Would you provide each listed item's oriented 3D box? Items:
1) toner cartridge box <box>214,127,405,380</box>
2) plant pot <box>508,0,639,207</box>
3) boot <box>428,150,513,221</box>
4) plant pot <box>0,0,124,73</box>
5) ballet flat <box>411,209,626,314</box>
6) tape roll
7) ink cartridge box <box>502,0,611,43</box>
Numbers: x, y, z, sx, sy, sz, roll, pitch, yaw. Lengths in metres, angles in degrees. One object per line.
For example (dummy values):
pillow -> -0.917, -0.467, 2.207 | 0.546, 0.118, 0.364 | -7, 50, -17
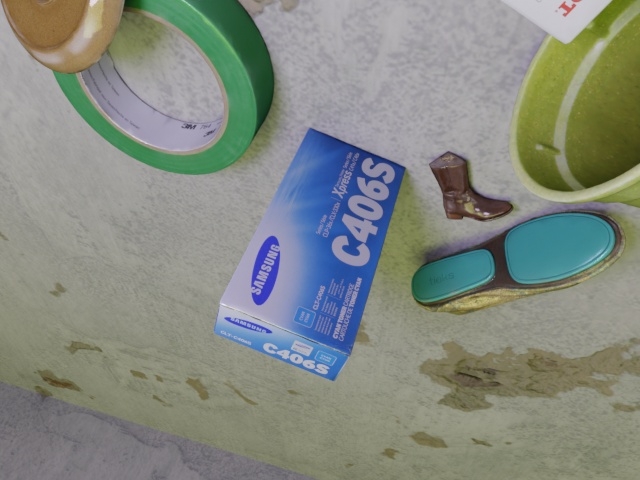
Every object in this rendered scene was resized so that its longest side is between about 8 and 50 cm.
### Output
toner cartridge box -> 0.000, 0.000, 0.768 | 0.165, 0.348, 0.075 | 21, 140, 0
plant pot -> 0.381, -0.125, 0.554 | 0.254, 0.276, 0.276 | 20, 142, -17
boot -> 0.222, -0.081, 0.825 | 0.106, 0.037, 0.114 | -5, 129, 26
plant pot -> -0.331, -0.328, 0.688 | 0.236, 0.032, 0.236 | 7, 104, 30
ballet flat -> 0.307, 0.045, 0.882 | 0.348, 0.123, 0.123 | -23, 124, 40
tape roll -> -0.231, -0.241, 0.812 | 0.321, 0.077, 0.321 | 13, 140, 11
ink cartridge box -> 0.181, -0.340, 0.480 | 0.278, 0.117, 0.201 | 29, 140, -10
